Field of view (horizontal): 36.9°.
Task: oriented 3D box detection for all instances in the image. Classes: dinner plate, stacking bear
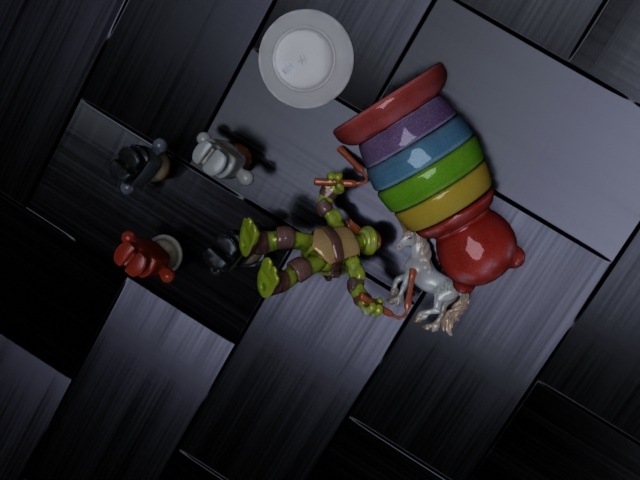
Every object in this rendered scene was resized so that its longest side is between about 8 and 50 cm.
[{"bbox_3d":[-0.023,-0.260,1.373,0.141,0.017,0.141,2,99,14],"label":"dinner plate"},{"bbox_3d":[0.162,-0.070,1.292,0.175,0.164,0.289,-31,96,12],"label":"stacking bear"}]

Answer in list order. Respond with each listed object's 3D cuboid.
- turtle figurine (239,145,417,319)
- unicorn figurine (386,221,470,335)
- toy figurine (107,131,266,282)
[{"bbox_3d":[0.000,0.000,1.315,0.087,0.217,0.269,-42,61,54],"label":"turtle figurine"},{"bbox_3d":[0.143,0.054,1.361,0.162,0.060,0.111,36,96,5],"label":"unicorn figurine"},{"bbox_3d":[-0.187,-0.047,1.380,0.213,0.148,0.209,-6,91,16],"label":"toy figurine"}]
